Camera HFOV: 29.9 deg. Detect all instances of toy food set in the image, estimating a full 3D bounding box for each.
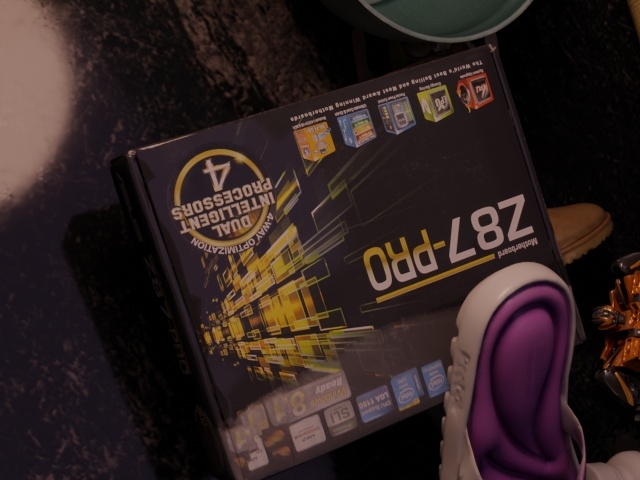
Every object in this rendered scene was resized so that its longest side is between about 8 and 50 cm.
[{"bbox_3d":[0.134,-0.194,1.359,0.192,0.038,0.132,-6,79,-22],"label":"toy food set"}]

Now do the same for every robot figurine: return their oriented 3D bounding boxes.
[{"bbox_3d":[0.448,0.121,1.378,0.291,0.085,0.211,18,71,-16],"label":"robot figurine"}]

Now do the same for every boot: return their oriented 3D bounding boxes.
[{"bbox_3d":[0.180,-0.083,1.301,0.236,0.089,0.269,-27,96,-23],"label":"boot"}]

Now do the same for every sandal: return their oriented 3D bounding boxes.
[{"bbox_3d":[0.197,0.220,1.144,0.169,0.102,0.416,-24,122,-20],"label":"sandal"}]

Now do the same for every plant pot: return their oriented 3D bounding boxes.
[{"bbox_3d":[0.078,-0.345,1.272,0.293,0.196,0.293,-1,92,-26],"label":"plant pot"}]

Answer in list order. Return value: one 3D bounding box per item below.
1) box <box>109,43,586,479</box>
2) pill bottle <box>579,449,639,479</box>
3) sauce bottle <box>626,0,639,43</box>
[{"bbox_3d":[0.034,0.014,1.153,0.395,0.097,0.318,-18,94,-22],"label":"box"},{"bbox_3d":[0.362,0.280,1.296,0.180,0.108,0.108,2,77,-20],"label":"pill bottle"},{"bbox_3d":[0.423,-0.317,1.460,0.111,0.111,0.344,-13,84,-23],"label":"sauce bottle"}]
